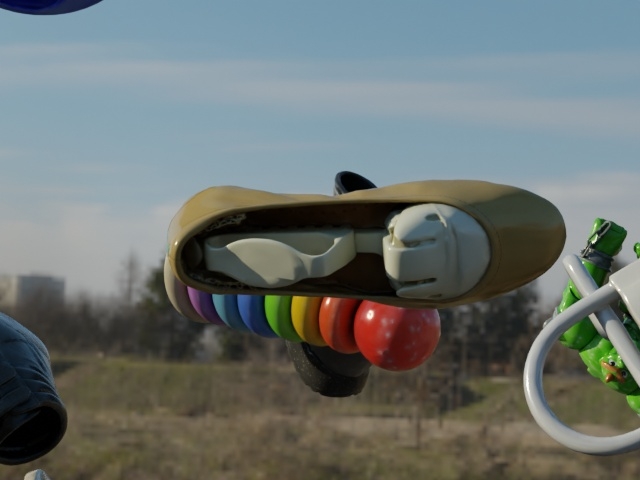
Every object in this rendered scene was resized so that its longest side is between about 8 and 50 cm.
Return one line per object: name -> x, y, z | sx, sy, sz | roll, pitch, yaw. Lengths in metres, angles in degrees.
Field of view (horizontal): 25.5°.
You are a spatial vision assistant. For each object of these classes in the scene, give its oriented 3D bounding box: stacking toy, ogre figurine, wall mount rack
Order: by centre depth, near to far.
wall mount rack -> 0.327, 0.086, 0.932 | 0.350, 0.304, 0.130 | -31, -33, 6
ogre figurine -> 0.294, 0.086, 1.287 | 0.197, 0.118, 0.097 | 42, 4, -17
stacking toy -> -0.015, 0.061, 1.520 | 0.330, 0.141, 0.141 | 18, 7, 40

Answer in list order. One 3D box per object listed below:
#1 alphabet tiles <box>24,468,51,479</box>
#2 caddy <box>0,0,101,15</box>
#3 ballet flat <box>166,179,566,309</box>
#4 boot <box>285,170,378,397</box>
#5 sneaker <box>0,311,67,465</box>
alphabet tiles -> -0.124, 0.278, 0.795 | 0.021, 0.278, 0.284 | -18, -49, 5
caddy -> -0.311, -0.397, 1.436 | 0.241, 0.341, 0.179 | -30, 28, -1
ballet flat -> 0.024, 0.009, 0.809 | 0.232, 0.080, 0.073 | -2, 16, 8
boot -> 0.000, 0.000, 1.687 | 0.118, 0.222, 0.338 | -8, 45, -38
sneaker -> -0.343, 0.113, 1.317 | 0.296, 0.104, 0.147 | 37, 9, -45
